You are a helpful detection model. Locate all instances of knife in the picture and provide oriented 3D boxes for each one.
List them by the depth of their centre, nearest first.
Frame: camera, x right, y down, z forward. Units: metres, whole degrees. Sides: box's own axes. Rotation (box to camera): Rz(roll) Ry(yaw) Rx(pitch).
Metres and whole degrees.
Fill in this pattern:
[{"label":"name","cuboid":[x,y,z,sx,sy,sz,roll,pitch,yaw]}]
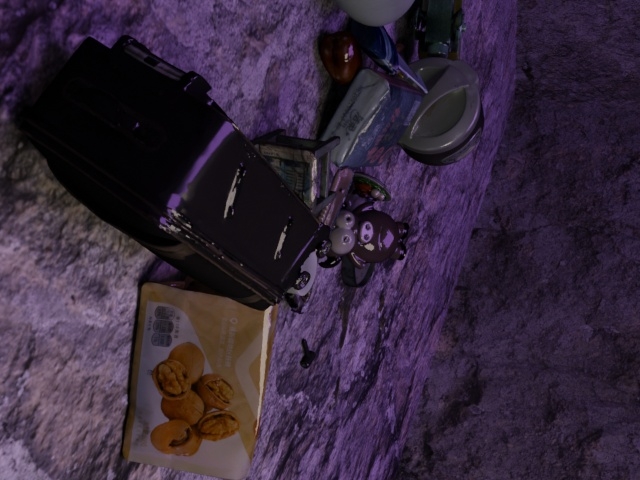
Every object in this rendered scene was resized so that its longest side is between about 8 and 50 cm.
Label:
[{"label":"knife","cuboid":[-0.005,-0.002,1.566,0.089,0.043,0.366,5,108,-62]}]

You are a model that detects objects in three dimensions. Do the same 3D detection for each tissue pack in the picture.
[{"label":"tissue pack","cuboid":[0.129,-0.289,1.638,0.228,0.103,0.315,-59,164,18]}]

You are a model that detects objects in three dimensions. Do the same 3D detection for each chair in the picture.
[{"label":"chair","cuboid":[-0.075,-0.116,1.267,0.270,0.147,0.137,-39,137,-60]}]

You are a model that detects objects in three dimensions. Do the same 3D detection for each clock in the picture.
[{"label":"clock","cuboid":[0.122,0.034,1.968,0.215,0.041,0.215,13,90,-68]}]

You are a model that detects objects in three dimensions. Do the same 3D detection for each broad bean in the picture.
[{"label":"broad bean","cuboid":[0.053,-0.406,1.503,0.165,0.084,0.114,-11,120,-71]}]

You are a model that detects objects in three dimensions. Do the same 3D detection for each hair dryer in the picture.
[{"label":"hair dryer","cuboid":[-0.036,0.288,1.744,0.047,0.026,0.083,-55,146,-45]}]

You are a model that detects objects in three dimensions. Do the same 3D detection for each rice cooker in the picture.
[{"label":"rice cooker","cuboid":[0.332,-0.366,1.933,0.277,0.288,0.289,25,79,-73]}]

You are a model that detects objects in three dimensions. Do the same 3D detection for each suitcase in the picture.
[{"label":"suitcase","cuboid":[-0.171,-0.068,0.889,0.194,0.283,0.434,-54,155,-8]}]

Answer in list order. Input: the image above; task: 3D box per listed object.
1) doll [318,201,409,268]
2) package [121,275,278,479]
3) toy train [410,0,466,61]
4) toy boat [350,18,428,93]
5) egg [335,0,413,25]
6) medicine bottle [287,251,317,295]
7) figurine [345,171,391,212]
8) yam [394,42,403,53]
[{"label":"doll","cuboid":[0.097,-0.011,1.671,0.257,0.117,0.182,10,84,-29]},{"label":"package","cuboid":[-0.191,0.212,1.138,0.165,0.221,0.312,-75,173,-78]},{"label":"toy train","cuboid":[0.357,-0.692,1.971,0.253,0.160,0.398,37,59,-74]},{"label":"toy boat","cuboid":[0.190,-0.447,1.644,0.291,0.067,0.221,21,37,-45]},{"label":"egg","cuboid":[0.102,-0.575,1.336,0.371,0.229,0.230,62,45,-64]},{"label":"medicine bottle","cuboid":[-0.105,0.039,1.221,0.086,0.183,0.086,12,90,-69]},{"label":"figurine","cuboid":[0.101,-0.086,1.771,0.154,0.132,0.132,-59,154,-12]},{"label":"yam","cuboid":[0.194,-0.516,1.860,0.145,0.032,0.032,-47,144,-50]}]
